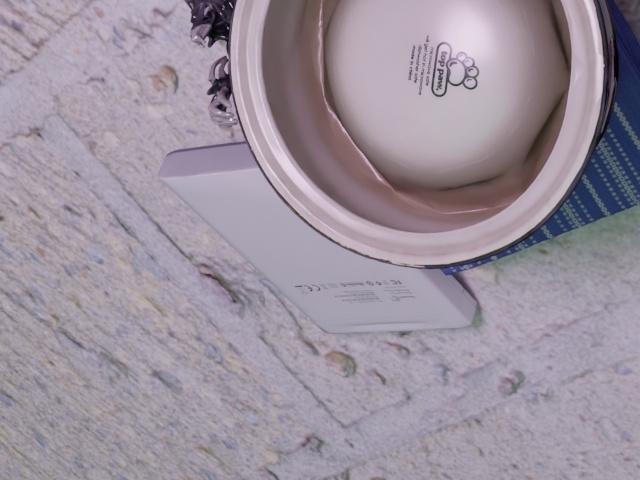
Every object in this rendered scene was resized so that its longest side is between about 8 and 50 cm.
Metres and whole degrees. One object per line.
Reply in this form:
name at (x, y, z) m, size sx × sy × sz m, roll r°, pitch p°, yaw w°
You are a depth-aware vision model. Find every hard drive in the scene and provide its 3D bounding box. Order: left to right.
hard drive at (0.000, 0.000, 2.253) m, size 0.233 × 0.047 × 0.353 m, roll -5°, pitch 145°, yaw 39°

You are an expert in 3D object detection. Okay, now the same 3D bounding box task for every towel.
towel at (0.216, -0.109, 2.036) m, size 0.336 × 0.040 × 0.243 m, roll -23°, pitch 115°, yaw 29°

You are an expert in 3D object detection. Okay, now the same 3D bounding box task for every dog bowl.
dog bowl at (0.118, -0.183, 1.911) m, size 0.408 × 0.150 × 0.408 m, roll 5°, pitch 102°, yaw 26°

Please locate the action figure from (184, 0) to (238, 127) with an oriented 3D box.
action figure at (-0.061, -0.209, 2.127) m, size 0.276 × 0.141 × 0.164 m, roll 31°, pitch 140°, yaw 4°
